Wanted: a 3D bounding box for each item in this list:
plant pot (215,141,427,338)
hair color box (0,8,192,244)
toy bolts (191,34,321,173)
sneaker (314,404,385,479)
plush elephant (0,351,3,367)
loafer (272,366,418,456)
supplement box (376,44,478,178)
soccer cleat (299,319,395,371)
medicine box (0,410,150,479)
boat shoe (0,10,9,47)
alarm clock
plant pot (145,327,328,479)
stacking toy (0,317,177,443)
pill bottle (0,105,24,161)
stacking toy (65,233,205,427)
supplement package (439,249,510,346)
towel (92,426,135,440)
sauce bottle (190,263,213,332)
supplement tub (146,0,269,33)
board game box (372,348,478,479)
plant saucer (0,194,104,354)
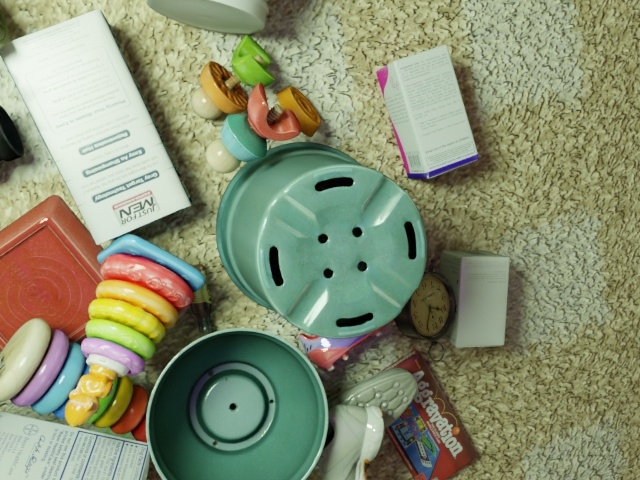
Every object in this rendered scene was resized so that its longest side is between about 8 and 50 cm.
[{"bbox_3d":[0.000,0.000,0.976,0.342,0.334,0.340,-1,98,-11],"label":"plant pot"},{"bbox_3d":[-0.371,-0.186,0.991,0.174,0.105,0.347,-24,101,-8],"label":"hair color box"},{"bbox_3d":[-0.118,-0.201,1.011,0.159,0.228,0.218,-35,127,21],"label":"toy bolts"},{"bbox_3d":[0.026,0.413,1.051,0.121,0.099,0.262,14,93,-8],"label":"sneaker"},{"bbox_3d":[-0.640,0.252,0.788,0.255,0.272,0.329,40,65,-34],"label":"plush elephant"},{"bbox_3d":[0.039,0.340,1.136,0.320,0.111,0.112,-29,108,-4],"label":"loafer"},{"bbox_3d":[0.200,-0.239,1.102,0.114,0.111,0.219,-22,101,-9],"label":"supplement box"},{"bbox_3d":[0.075,0.155,1.143,0.248,0.083,0.095,-37,88,-7],"label":"soccer cleat"},{"bbox_3d":[-0.466,0.450,0.976,0.290,0.149,0.263,18,119,-13],"label":"medicine box"},{"bbox_3d":[-0.583,-0.386,0.890,0.103,0.113,0.302,-34,72,-2],"label":"boat shoe"},{"bbox_3d":[0.198,0.142,1.105,0.129,0.064,0.191,-23,98,-36],"label":"alarm clock"},{"bbox_3d":[-0.150,0.304,1.033,0.293,0.196,0.292,2,81,-11],"label":"plant pot"},{"bbox_3d":[-0.384,0.267,1.011,0.330,0.141,0.141,37,88,-31],"label":"stacking toy"},{"bbox_3d":[-0.610,-0.142,0.937,0.219,0.123,0.122,-22,101,-8],"label":"pill bottle"},{"bbox_3d":[-0.324,0.156,0.942,0.166,0.175,0.301,35,57,-26],"label":"stacking toy"},{"bbox_3d":[0.304,0.114,1.170,0.105,0.105,0.179,0,96,-12],"label":"supplement package"},{"bbox_3d":[-0.397,0.419,1.100,0.113,0.023,0.151,25,91,-14],"label":"towel"},{"bbox_3d":[-0.226,0.109,1.091,0.042,0.042,0.128,-10,101,-11],"label":"sauce bottle"},{"bbox_3d":[-0.161,-0.518,0.932,0.229,0.228,0.316,8,95,-13],"label":"supplement tub"},{"bbox_3d":[0.209,0.381,1.222,0.145,0.027,0.281,-32,102,-8],"label":"board game box"},{"bbox_3d":[-0.496,0.094,1.029,0.259,0.048,0.258,-37,102,-5],"label":"plant saucer"}]
